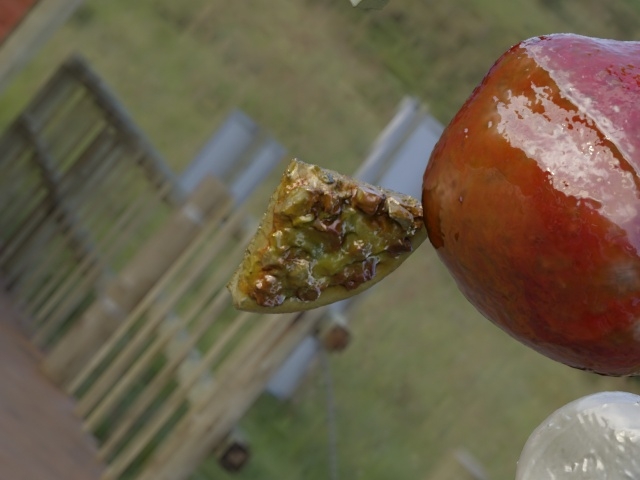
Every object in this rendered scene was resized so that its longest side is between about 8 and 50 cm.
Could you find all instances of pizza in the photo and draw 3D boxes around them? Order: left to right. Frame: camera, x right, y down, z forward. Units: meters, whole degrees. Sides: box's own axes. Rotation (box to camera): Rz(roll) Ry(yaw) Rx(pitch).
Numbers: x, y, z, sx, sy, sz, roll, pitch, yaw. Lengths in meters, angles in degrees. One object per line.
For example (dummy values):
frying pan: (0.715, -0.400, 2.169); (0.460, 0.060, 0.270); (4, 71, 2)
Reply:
pizza: (0.000, 0.001, 1.522); (0.134, 0.175, 0.046); (56, 4, -39)

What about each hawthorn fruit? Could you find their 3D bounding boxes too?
hawthorn fruit: (0.225, -0.019, 1.410); (0.254, 0.254, 0.300); (39, -2, -28)

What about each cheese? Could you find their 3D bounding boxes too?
cheese: (0.308, 0.250, 2.156); (0.154, 0.198, 0.189); (57, 13, 11)

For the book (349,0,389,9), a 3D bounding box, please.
book: (0.106, -0.283, 1.768); (0.013, 0.192, 0.168); (45, 12, 3)
